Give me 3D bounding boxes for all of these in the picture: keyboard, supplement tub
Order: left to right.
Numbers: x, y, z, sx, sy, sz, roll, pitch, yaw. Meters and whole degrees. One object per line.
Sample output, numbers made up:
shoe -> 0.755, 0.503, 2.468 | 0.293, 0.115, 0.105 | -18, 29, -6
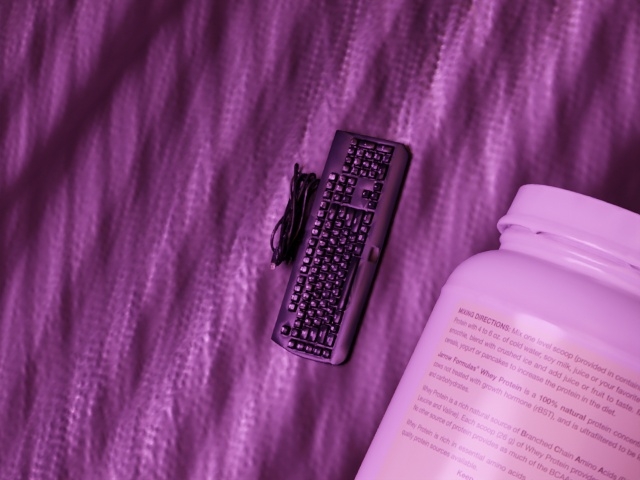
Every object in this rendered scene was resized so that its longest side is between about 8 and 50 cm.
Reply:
keyboard -> 0.000, 0.000, 1.275 | 0.100, 0.038, 0.192 | 12, 79, 29
supplement tub -> 0.156, 0.150, 1.038 | 0.235, 0.235, 0.325 | 23, 85, 30
